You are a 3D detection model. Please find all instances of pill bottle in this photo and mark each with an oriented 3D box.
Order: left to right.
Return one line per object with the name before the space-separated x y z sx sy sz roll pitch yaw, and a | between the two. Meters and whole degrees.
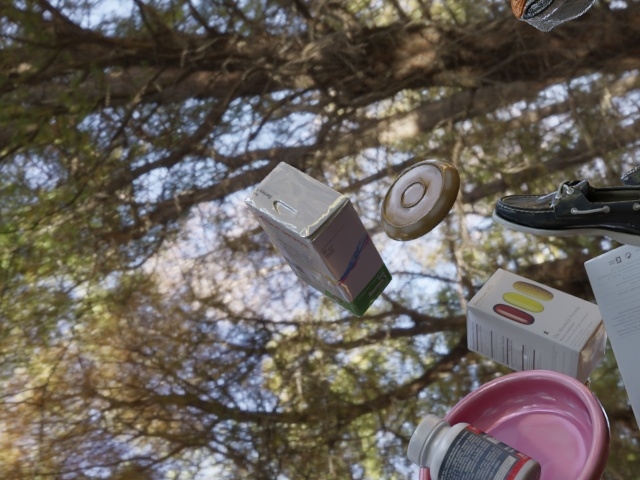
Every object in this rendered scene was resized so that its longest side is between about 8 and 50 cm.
pill bottle | 0.227 0.338 1.188 0.108 0.180 0.108 -34 -44 -40

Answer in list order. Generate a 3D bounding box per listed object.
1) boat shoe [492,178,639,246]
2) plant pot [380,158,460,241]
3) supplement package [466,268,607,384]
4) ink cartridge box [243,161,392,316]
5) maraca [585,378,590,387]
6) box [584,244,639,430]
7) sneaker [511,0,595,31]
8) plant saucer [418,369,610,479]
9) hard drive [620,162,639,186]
boat shoe | 0.439 -0.059 1.309 0.114 0.302 0.091 -56 -33 -59
plant pot | 0.233 -0.106 1.929 0.032 0.236 0.236 37 -129 -33
supplement package | 0.433 0.181 1.596 0.139 0.244 0.134 -42 -42 -34
ink cartridge box | 0.000 0.000 1.556 0.117 0.201 0.278 -48 -40 -14
maraca | 0.517 0.313 1.692 0.099 0.127 0.186 6 -72 -10
box | 0.656 0.172 1.435 0.215 0.168 0.345 2 -112 -39
sneaker | 0.465 -0.459 1.372 0.121 0.262 0.099 13 -125 -54
plant saucer | 0.319 0.362 1.290 0.084 0.332 0.332 52 -135 -23
hard drive | 0.793 -0.155 1.711 0.172 0.254 0.054 40 -159 -42
